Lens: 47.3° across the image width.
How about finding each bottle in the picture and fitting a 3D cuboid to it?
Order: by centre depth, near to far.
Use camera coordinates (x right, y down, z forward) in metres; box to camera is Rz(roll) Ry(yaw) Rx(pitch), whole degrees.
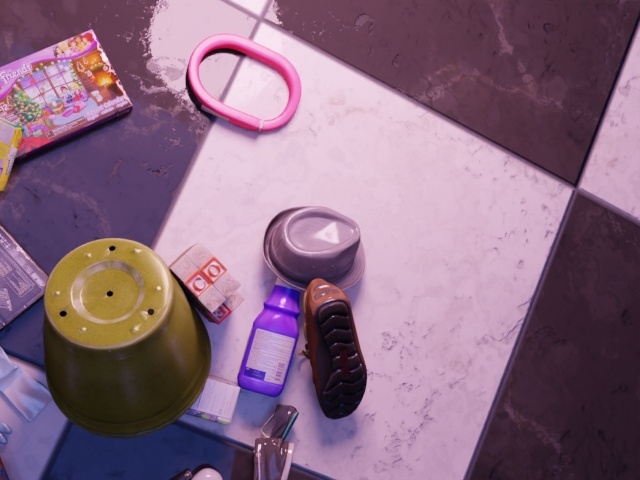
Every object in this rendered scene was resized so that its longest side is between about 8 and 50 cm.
[{"bbox_3d":[-0.114,0.233,1.784,0.118,0.092,0.282,17,82,-10],"label":"bottle"}]

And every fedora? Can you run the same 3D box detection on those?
[{"bbox_3d":[0.000,0.000,1.774,0.276,0.124,0.243,3,63,-17],"label":"fedora"}]

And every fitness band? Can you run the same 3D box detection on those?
[{"bbox_3d":[-0.188,-0.393,1.820,0.291,0.054,0.208,22,81,-14],"label":"fitness band"}]

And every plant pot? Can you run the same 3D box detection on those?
[{"bbox_3d":[-0.414,0.178,1.506,0.367,0.353,0.366,3,60,-5],"label":"plant pot"}]

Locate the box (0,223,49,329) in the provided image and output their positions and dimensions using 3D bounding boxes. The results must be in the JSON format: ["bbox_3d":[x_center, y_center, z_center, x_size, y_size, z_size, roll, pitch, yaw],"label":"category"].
[{"bbox_3d":[-0.744,0.075,1.641,0.183,0.056,0.231,-42,97,-13],"label":"box"}]

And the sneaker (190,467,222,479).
[{"bbox_3d":[-0.296,0.681,1.696,0.106,0.123,0.290,23,80,-11],"label":"sneaker"}]

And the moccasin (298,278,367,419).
[{"bbox_3d":[0.022,0.269,1.770,0.139,0.147,0.379,-20,118,-9],"label":"moccasin"}]

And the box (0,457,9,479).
[{"bbox_3d":[-0.802,0.568,1.558,0.257,0.123,0.128,-20,99,-15],"label":"box"}]

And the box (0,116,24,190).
[{"bbox_3d":[-0.739,-0.188,1.630,0.105,0.043,0.179,25,101,3],"label":"box"}]

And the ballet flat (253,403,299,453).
[{"bbox_3d":[-0.120,0.493,1.787,0.074,0.074,0.203,24,87,-13],"label":"ballet flat"}]

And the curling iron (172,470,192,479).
[{"bbox_3d":[-0.426,0.616,1.708,0.274,0.035,0.068,-26,94,-15],"label":"curling iron"}]

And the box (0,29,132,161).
[{"bbox_3d":[-0.616,-0.337,1.698,0.293,0.057,0.200,-29,94,-15],"label":"box"}]

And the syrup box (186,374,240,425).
[{"bbox_3d":[-0.319,0.353,1.722,0.237,0.093,0.096,18,83,-14],"label":"syrup box"}]

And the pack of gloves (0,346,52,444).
[{"bbox_3d":[-0.749,0.345,1.631,0.232,0.046,0.195,45,78,-9],"label":"pack of gloves"}]

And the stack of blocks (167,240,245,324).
[{"bbox_3d":[-0.259,0.100,1.646,0.087,0.297,0.171,-45,97,-14],"label":"stack of blocks"}]

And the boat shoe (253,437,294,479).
[{"bbox_3d":[-0.140,0.623,1.692,0.096,0.112,0.335,13,79,2],"label":"boat shoe"}]
